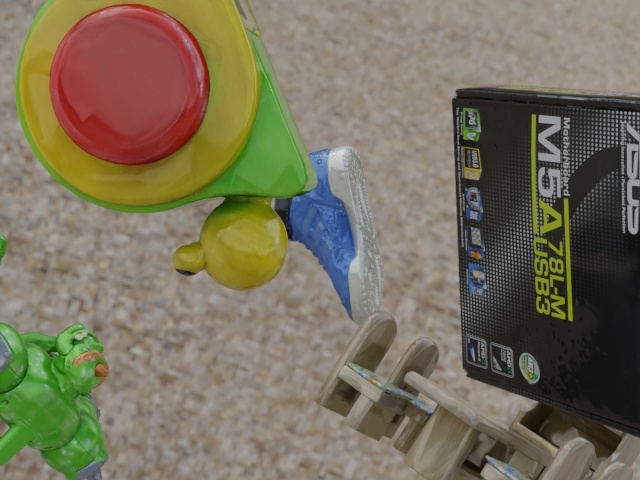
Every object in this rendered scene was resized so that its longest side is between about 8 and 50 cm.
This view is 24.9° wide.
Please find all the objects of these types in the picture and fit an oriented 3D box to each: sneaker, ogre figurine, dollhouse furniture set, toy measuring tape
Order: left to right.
[{"bbox_3d":[-0.182,0.077,0.864,0.097,0.197,0.118,-22,41,-18],"label":"ogre figurine"},{"bbox_3d":[-0.102,-0.126,0.660,0.121,0.121,0.330,-22,90,-56],"label":"toy measuring tape"},{"bbox_3d":[0.000,0.000,1.226,0.085,0.152,0.058,-7,10,23],"label":"sneaker"},{"bbox_3d":[0.164,0.139,1.167,0.212,0.161,0.242,32,-1,38],"label":"dollhouse furniture set"}]

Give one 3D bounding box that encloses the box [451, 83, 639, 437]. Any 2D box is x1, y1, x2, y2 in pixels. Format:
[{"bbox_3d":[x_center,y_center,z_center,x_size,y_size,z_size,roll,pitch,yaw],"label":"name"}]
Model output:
[{"bbox_3d":[0.149,0.006,0.854,0.045,0.190,0.184,-9,13,-27],"label":"box"}]
